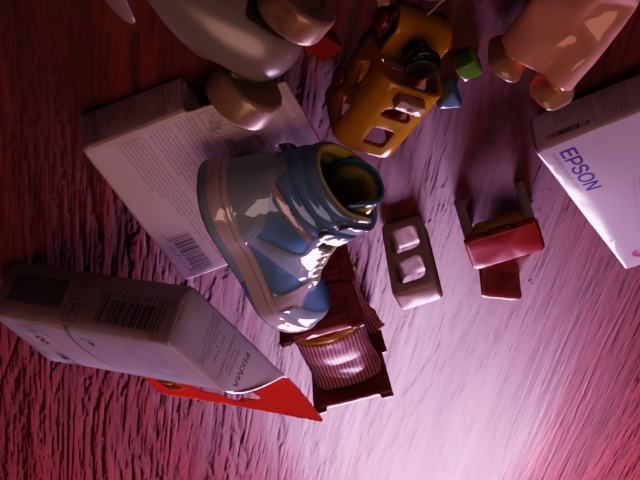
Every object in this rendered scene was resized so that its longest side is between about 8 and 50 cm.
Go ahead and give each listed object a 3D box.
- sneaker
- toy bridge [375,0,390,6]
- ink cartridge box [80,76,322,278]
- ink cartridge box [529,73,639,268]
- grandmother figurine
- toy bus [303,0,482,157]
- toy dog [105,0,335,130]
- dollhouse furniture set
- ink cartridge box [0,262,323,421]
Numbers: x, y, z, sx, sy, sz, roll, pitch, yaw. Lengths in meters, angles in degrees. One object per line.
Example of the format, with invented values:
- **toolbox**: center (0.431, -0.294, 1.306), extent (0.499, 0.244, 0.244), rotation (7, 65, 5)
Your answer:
- **sneaker**: center (0.000, 0.000, 1.884), extent (0.208, 0.127, 0.319), rotation (-13, 144, 16)
- **toy bridge**: center (-0.019, -0.275, 1.731), extent (0.188, 0.026, 0.063), rotation (-11, 140, 2)
- **ink cartridge box**: center (-0.114, -0.088, 1.915), extent (0.261, 0.066, 0.296), rotation (-18, 142, 11)
- **ink cartridge box**: center (0.485, -0.109, 1.994), extent (0.330, 0.071, 0.324), rotation (-21, 141, 23)
- **grandmother figurine**: center (0.319, -0.301, 1.708), extent (0.208, 0.104, 0.342), rotation (28, 131, -16)
- **toy bus**: center (0.092, -0.187, 1.802), extent (0.191, 0.104, 0.202), rotation (-16, 142, 8)
- **toy dog**: center (-0.132, -0.277, 1.622), extent (0.220, 0.161, 0.333), rotation (-29, 114, 20)
- **dollhouse furniture set**: center (0.134, 0.084, 2.114), extent (0.374, 0.152, 0.201), rotation (-16, 142, 9)
- **ink cartridge box**: center (-0.214, 0.172, 2.094), extent (0.308, 0.091, 0.385), rotation (6, 151, 33)
